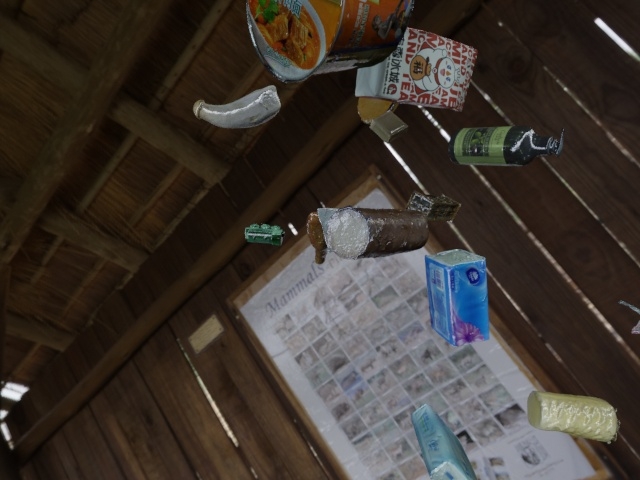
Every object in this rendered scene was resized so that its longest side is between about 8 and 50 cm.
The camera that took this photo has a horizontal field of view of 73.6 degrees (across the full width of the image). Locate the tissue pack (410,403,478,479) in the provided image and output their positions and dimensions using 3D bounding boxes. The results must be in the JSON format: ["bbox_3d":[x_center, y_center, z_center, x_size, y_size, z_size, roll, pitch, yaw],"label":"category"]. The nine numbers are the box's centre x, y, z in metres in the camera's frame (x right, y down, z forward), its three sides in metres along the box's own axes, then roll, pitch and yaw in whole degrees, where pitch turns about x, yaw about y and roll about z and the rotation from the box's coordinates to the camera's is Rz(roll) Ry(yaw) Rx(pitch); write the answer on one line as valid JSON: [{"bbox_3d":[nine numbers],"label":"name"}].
[{"bbox_3d":[0.350,0.600,1.188,0.089,0.177,0.263,-40,7,7],"label":"tissue pack"}]

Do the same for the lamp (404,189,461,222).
[{"bbox_3d":[0.407,-0.117,1.538,0.325,0.089,0.090,-7,-54,-57],"label":"lamp"}]

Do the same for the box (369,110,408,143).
[{"bbox_3d":[0.201,-0.332,1.248,0.083,0.079,0.035,-31,-22,-26],"label":"box"}]

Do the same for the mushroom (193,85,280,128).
[{"bbox_3d":[-0.261,-0.412,1.359,0.270,0.118,0.103,-17,-11,-17],"label":"mushroom"}]

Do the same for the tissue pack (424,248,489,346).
[{"bbox_3d":[0.438,0.176,1.375,0.146,0.263,0.198,-10,9,-7],"label":"tissue pack"}]

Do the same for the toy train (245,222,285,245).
[{"bbox_3d":[-0.235,-0.024,1.788,0.170,0.071,0.111,4,19,0],"label":"toy train"}]

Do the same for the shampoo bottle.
[{"bbox_3d":[0.475,-0.243,1.105,0.101,0.101,0.284,-26,25,-34],"label":"shampoo bottle"}]

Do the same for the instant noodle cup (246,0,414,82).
[{"bbox_3d":[0.024,-0.454,0.812,0.214,0.296,0.296,-17,-22,-36],"label":"instant noodle cup"}]

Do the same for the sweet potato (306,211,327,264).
[{"bbox_3d":[0.000,0.000,1.963,0.109,0.109,0.385,-31,-35,-15],"label":"sweet potato"}]

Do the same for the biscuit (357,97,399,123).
[{"bbox_3d":[0.244,-0.581,1.758,0.226,0.226,0.042,-41,-38,25],"label":"biscuit"}]

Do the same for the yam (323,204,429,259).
[{"bbox_3d":[0.149,-0.019,1.026,0.279,0.131,0.131,-3,-33,-44],"label":"yam"}]

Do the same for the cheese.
[{"bbox_3d":[0.591,0.416,1.016,0.167,0.094,0.123,4,-2,9],"label":"cheese"}]

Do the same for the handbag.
[{"bbox_3d":[0.249,-0.419,1.053,0.298,0.171,0.151,2,18,-15],"label":"handbag"}]

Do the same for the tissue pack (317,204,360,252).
[{"bbox_3d":[0.063,-0.034,1.199,0.026,0.123,0.193,-6,3,38],"label":"tissue pack"}]

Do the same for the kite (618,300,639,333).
[{"bbox_3d":[0.987,0.228,1.298,0.139,0.156,0.011,-48,-48,0],"label":"kite"}]
